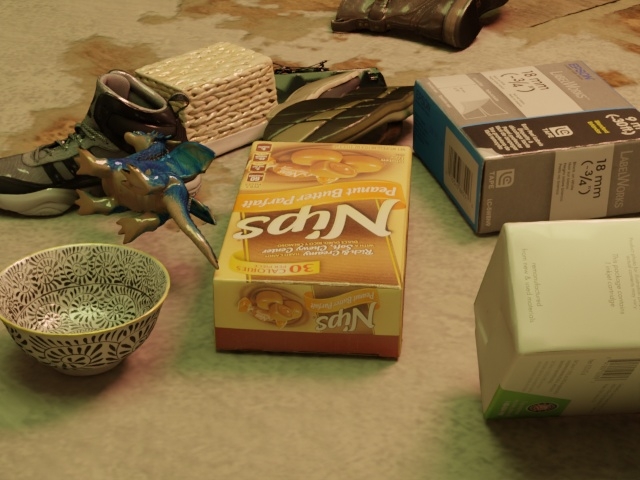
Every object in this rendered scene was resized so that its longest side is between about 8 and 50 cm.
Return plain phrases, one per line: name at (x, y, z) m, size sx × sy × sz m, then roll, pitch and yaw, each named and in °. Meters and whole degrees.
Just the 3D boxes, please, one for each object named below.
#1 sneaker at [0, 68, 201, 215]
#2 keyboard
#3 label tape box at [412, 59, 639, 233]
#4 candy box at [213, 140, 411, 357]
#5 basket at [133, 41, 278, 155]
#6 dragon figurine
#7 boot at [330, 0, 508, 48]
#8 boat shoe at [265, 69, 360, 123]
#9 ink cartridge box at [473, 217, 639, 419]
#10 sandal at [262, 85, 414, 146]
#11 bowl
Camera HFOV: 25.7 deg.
sneaker at (-0.273, -0.117, 1.615) m, size 0.269 × 0.153 × 0.101 m, roll -1°, pitch 28°, yaw -2°
keyboard at (-0.005, -0.201, 1.912) m, size 0.192 × 0.038 × 0.100 m, roll -4°, pitch 52°, yaw -11°
label tape box at (0.304, -0.123, 1.679) m, size 0.334 × 0.106 × 0.240 m, roll -8°, pitch 30°, yaw -13°
candy box at (0.000, 0.000, 1.469) m, size 0.183 × 0.087 × 0.316 m, roll 2°, pitch 28°, yaw 4°
basket at (-0.145, -0.177, 1.778) m, size 0.167 × 0.103 × 0.113 m, roll -26°, pitch 37°, yaw -38°
dragon figurine at (-0.155, -0.055, 1.442) m, size 0.144 × 0.085 × 0.289 m, roll -14°, pitch 23°, yaw -39°
boot at (0.161, -0.394, 2.165) m, size 0.229 × 0.091 × 0.263 m, roll 15°, pitch 48°, yaw 29°
boat shoe at (-0.002, -0.166, 1.815) m, size 0.075 × 0.065 × 0.206 m, roll -12°, pitch 17°, yaw 32°
ink cartridge box at (0.321, 0.066, 1.200) m, size 0.353 × 0.207 × 0.119 m, roll -2°, pitch 68°, yaw -3°
sandal at (0.047, -0.133, 1.724) m, size 0.120 × 0.086 × 0.303 m, roll 9°, pitch 18°, yaw 33°
bowl at (-0.225, 0.077, 1.336) m, size 0.170 × 0.080 × 0.170 m, roll 0°, pitch 28°, yaw 0°
